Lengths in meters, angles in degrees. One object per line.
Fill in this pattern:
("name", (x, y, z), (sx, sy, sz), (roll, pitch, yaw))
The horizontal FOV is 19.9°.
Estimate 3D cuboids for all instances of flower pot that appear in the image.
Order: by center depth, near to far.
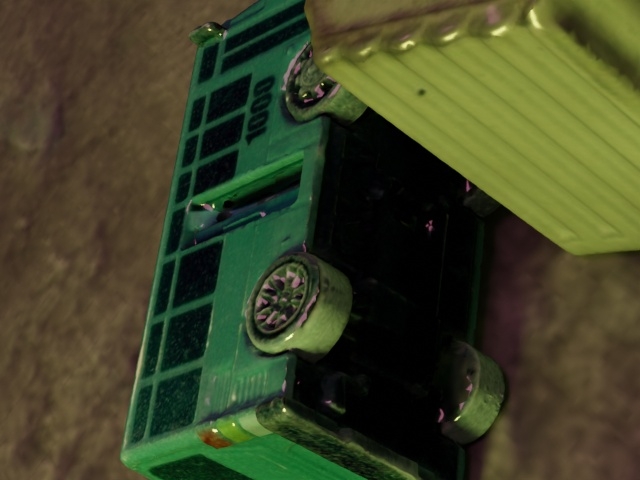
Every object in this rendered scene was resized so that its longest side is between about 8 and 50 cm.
("flower pot", (0.125, -0.127, 0.762), (0.239, 0.190, 0.209), (-52, 36, 5))

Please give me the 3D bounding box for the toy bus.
("toy bus", (0.000, 0.000, 0.861), (0.147, 0.128, 0.256), (-22, 49, 40))
